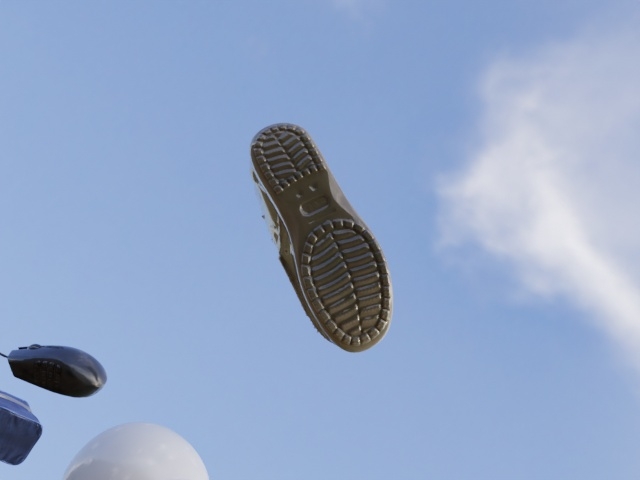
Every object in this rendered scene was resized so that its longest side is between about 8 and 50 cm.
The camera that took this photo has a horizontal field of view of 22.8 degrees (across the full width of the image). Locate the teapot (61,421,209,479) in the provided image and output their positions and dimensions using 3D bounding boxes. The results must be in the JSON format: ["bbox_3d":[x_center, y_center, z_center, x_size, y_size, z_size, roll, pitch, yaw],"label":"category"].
[{"bbox_3d":[-0.258,0.403,2.347,0.187,0.256,0.252,30,-23,46],"label":"teapot"}]

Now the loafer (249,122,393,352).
[{"bbox_3d":[0.000,0.000,1.740,0.092,0.102,0.269,112,-43,-73],"label":"loafer"}]

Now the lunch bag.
[{"bbox_3d":[-0.389,0.216,1.891,0.098,0.067,0.065,33,5,-39],"label":"lunch bag"}]

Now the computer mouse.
[{"bbox_3d":[-0.341,0.114,1.739,0.242,0.071,0.041,17,-66,16],"label":"computer mouse"}]
